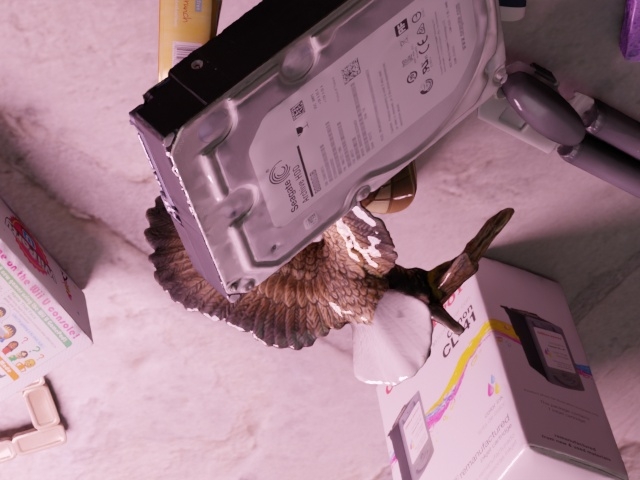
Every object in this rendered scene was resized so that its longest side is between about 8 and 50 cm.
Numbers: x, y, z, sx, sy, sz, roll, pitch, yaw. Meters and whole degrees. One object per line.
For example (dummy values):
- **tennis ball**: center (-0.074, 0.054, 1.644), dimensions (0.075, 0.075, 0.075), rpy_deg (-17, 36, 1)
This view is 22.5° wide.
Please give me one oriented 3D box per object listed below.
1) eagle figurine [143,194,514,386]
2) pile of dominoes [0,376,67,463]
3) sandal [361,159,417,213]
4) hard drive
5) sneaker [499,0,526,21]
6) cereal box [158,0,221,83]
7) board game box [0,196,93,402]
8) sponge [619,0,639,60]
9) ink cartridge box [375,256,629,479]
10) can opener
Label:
- **eagle figurine**: center (-0.003, 0.000, 1.560), dimensions (0.298, 0.226, 0.225), rpy_deg (32, 159, -16)
- **pile of dominoes**: center (-0.422, 0.174, 1.751), dimensions (0.251, 0.040, 0.196), rpy_deg (-16, 125, -7)
- **sandal**: center (0.065, -0.096, 1.604), dimensions (0.072, 0.049, 0.180), rpy_deg (11, 136, 15)
- **hard drive**: center (0.012, -0.124, 1.349), dimensions (0.339, 0.064, 0.237), rpy_deg (-38, 146, -16)
- **sneaker**: center (0.089, -0.269, 1.467), dimensions (0.235, 0.090, 0.094), rpy_deg (7, 114, -20)
- **cereal box**: center (-0.100, -0.260, 1.332), dimensions (0.047, 0.240, 0.173), rpy_deg (4, 126, -2)
- **board game box**: center (-0.417, 0.086, 1.613), dimensions (0.303, 0.097, 0.224), rpy_deg (-31, 126, 6)
- **sponge**: center (0.357, -0.268, 1.535), dimensions (0.117, 0.031, 0.210), rpy_deg (-4, 128, -7)
- **ink cartridge box**: center (0.179, 0.200, 1.689), dimensions (0.131, 0.306, 0.226), rpy_deg (20, 121, -22)
- **can opener**: center (0.276, -0.097, 1.622), dimensions (0.280, 0.093, 0.074), rpy_deg (22, 120, -30)
